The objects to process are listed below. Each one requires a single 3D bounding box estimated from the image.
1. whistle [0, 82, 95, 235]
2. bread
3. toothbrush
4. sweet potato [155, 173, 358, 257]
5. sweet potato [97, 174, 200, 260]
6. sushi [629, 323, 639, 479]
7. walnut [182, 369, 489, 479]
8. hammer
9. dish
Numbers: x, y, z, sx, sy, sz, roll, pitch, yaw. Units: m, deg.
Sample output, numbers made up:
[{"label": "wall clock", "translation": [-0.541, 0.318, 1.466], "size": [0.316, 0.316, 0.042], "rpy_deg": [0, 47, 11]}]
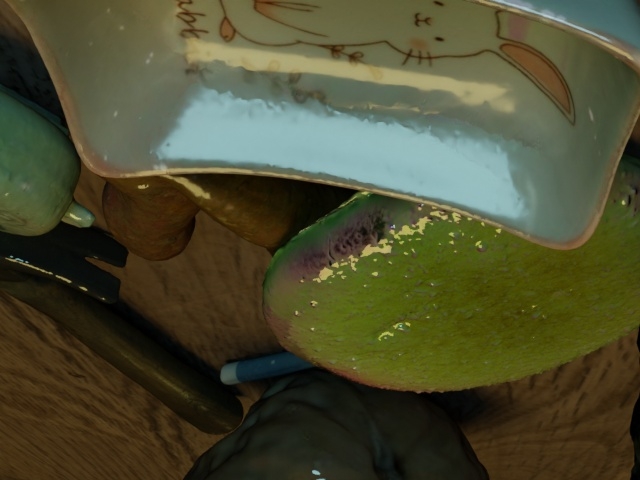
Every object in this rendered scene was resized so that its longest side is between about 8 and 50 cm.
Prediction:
[{"label": "whistle", "translation": [-0.216, -0.072, 0.578], "size": [0.258, 0.067, 0.126], "rpy_deg": [29, 165, -29]}, {"label": "bread", "translation": [0.082, 0.026, 0.614], "size": [0.228, 0.033, 0.228], "rpy_deg": [-5, 151, -3]}, {"label": "toothbrush", "translation": [-0.001, 0.089, 0.932], "size": [0.025, 0.019, 0.276], "rpy_deg": [15, 160, -31]}, {"label": "sweet potato", "translation": [0.000, 0.000, 0.642], "size": [0.067, 0.067, 0.274], "rpy_deg": [-2, 160, 31]}, {"label": "sweet potato", "translation": [-0.086, -0.029, 0.634], "size": [0.065, 0.051, 0.218], "rpy_deg": [7, 160, 1]}, {"label": "sushi", "translation": [0.300, 0.074, 0.486], "size": [0.348, 0.207, 0.234], "rpy_deg": [-8, 146, 32]}, {"label": "walnut", "translation": [0.006, 0.232, 1.000], "size": [0.227, 0.273, 0.273], "rpy_deg": [44, 158, 5]}, {"label": "hammer", "translation": [-0.161, 0.078, 0.958], "size": [0.168, 0.044, 0.440], "rpy_deg": [5, 158, 20]}, {"label": "dish", "translation": [0.007, -0.073, 0.438], "size": [0.212, 0.077, 0.151], "rpy_deg": [9, 157, 7]}]
